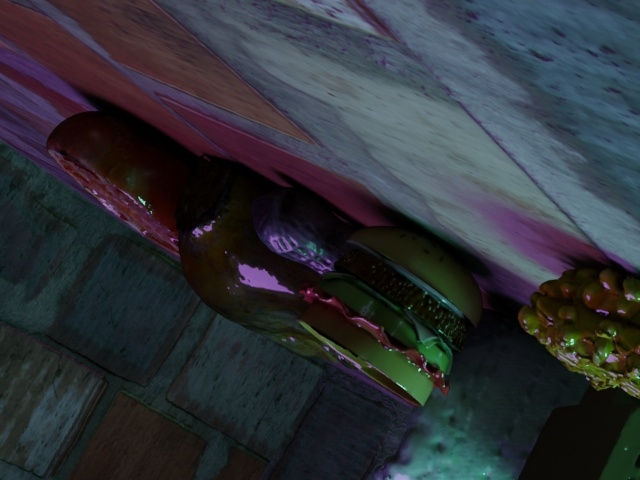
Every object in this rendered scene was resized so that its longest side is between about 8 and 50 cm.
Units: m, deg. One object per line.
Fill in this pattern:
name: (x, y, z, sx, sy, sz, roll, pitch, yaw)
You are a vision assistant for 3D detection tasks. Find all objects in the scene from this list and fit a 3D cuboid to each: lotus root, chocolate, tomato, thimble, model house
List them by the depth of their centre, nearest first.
model house: (0.328, 0.234, 1.441, 0.248, 0.176, 0.181, 34, 164, -12)
thimble: (0.174, 0.197, 1.609, 0.172, 0.250, 0.205, 30, 141, 11)
chocolate: (0.000, 0.000, 1.669, 0.167, 0.072, 0.072, 31, 174, -17)
lotus root: (-0.054, 0.029, 1.831, 0.260, 0.149, 0.267, 35, 169, -40)
tomato: (-0.217, -0.076, 1.961, 0.236, 0.095, 0.237, 37, 171, 6)

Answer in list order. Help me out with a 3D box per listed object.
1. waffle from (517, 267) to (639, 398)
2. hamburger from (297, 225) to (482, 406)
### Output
waffle: (0.247, 0.089, 1.203, 0.197, 0.070, 0.193, 34, 172, -22)
hamburger: (0.073, 0.061, 1.491, 0.175, 0.137, 0.175, 35, 176, 3)
